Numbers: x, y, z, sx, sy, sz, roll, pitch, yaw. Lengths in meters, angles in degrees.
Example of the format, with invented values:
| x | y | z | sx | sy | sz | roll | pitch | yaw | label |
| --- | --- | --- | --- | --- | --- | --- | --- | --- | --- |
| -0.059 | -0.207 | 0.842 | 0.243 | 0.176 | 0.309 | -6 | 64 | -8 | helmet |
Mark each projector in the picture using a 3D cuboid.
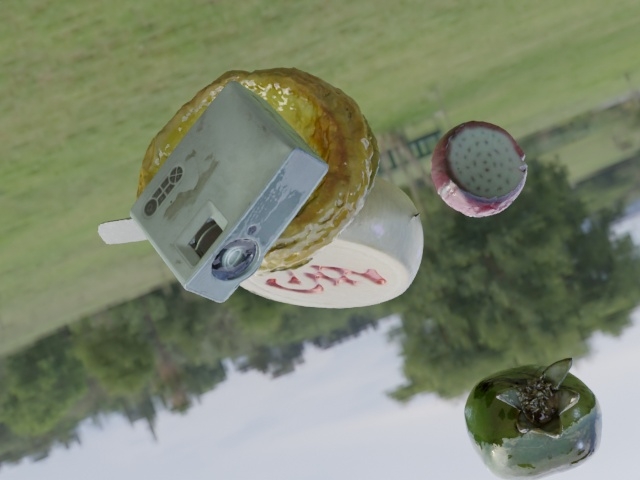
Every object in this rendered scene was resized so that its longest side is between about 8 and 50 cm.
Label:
| x | y | z | sx | sy | sz | roll | pitch | yaw | label |
| --- | --- | --- | --- | --- | --- | --- | --- | --- | --- |
| -0.074 | -0.039 | 1.099 | 0.061 | 0.115 | 0.147 | 27 | 106 | -46 | projector |

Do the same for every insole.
| x | y | z | sx | sy | sz | roll | pitch | yaw | label |
| --- | --- | --- | --- | --- | --- | --- | --- | --- | --- |
| -0.266 | -0.024 | 2.108 | 0.192 | 0.063 | 0.010 | -10 | -143 | 24 | insole |

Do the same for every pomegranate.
| x | y | z | sx | sy | sz | roll | pitch | yaw | label |
| --- | --- | --- | --- | --- | --- | --- | --- | --- | --- |
| 0.235 | 0.193 | 1.475 | 0.152 | 0.131 | 0.191 | -16 | 158 | 5 | pomegranate |

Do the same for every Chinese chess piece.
| x | y | z | sx | sy | sz | roll | pitch | yaw | label |
| --- | --- | --- | --- | --- | --- | --- | --- | --- | --- |
| 0.000 | 0.000 | 1.737 | 0.273 | 0.102 | 0.273 | 4 | 155 | 2 | Chinese chess piece |

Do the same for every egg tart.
| x | y | z | sx | sy | sz | roll | pitch | yaw | label |
| --- | --- | --- | --- | --- | --- | --- | --- | --- | --- |
| -0.066 | -0.066 | 1.546 | 0.294 | 0.294 | 0.123 | -21 | 145 | 11 | egg tart |

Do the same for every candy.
| x | y | z | sx | sy | sz | roll | pitch | yaw | label |
| --- | --- | --- | --- | --- | --- | --- | --- | --- | --- |
| 0.167 | -0.076 | 1.409 | 0.103 | 0.103 | 0.043 | -21 | 168 | -20 | candy |
